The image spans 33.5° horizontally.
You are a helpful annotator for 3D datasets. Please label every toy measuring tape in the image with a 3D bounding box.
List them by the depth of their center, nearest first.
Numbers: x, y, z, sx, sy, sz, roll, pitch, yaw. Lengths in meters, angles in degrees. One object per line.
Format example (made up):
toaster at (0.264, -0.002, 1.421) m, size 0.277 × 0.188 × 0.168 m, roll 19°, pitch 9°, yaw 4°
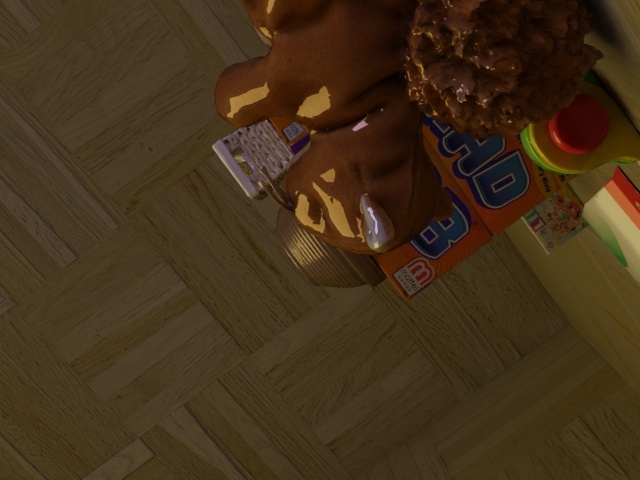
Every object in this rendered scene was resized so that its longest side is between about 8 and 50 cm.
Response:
toy measuring tape at (0.334, -0.085, 1.273) m, size 0.330 × 0.121 × 0.121 m, roll 53°, pitch -176°, yaw -4°

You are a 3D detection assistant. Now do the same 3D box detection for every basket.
basket at (-0.102, -0.142, 1.808) m, size 0.113 × 0.103 × 0.167 m, roll 54°, pitch -178°, yaw 1°

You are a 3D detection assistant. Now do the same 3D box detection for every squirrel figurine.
squirrel figurine at (0.076, -0.176, 1.099) m, size 0.281 × 0.397 × 0.370 m, roll -19°, pitch -84°, yaw -64°

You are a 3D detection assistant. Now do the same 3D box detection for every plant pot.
plant pot at (0.000, 0.000, 1.787) m, size 0.237 × 0.110 × 0.237 m, roll 52°, pitch -176°, yaw -5°

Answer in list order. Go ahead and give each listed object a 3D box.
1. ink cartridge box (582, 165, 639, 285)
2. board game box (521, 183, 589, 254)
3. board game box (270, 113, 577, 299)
ink cartridge box at (0.458, -0.002, 1.543) m, size 0.181 × 0.056 × 0.225 m, roll 54°, pitch -174°, yaw 15°
board game box at (0.411, -0.066, 1.938) m, size 0.154 × 0.103 × 0.026 m, roll 52°, pitch -176°, yaw -5°
board game box at (0.144, -0.196, 1.805) m, size 0.356 × 0.356 × 0.356 m, roll 51°, pitch -176°, yaw -29°
